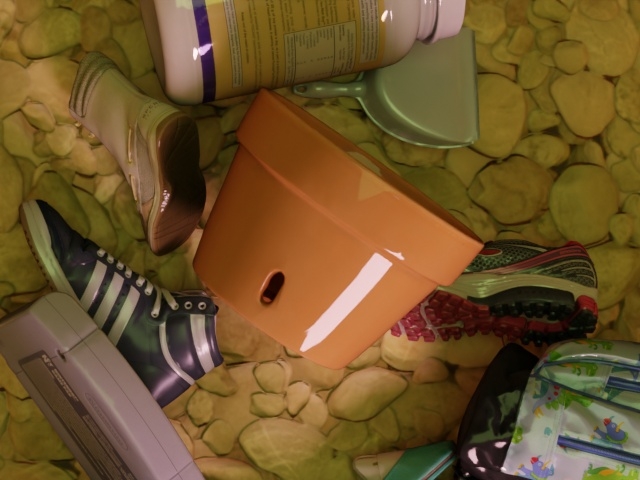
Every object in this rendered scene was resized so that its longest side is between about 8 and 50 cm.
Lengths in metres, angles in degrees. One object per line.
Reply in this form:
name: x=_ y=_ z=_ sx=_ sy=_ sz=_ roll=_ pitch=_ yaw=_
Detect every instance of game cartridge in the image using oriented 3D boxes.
game cartridge: x=-0.238 y=0.192 z=1.790 sx=0.062 sy=0.198 sz=0.297 roll=-39 pitch=98 yaw=-33

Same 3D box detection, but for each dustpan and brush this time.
dustpan and brush: x=0.075 y=-0.179 z=1.910 sx=0.211 sy=0.060 sz=0.147 roll=1 pitch=80 yaw=-16

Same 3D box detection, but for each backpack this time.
backpack: x=0.352 y=0.219 z=1.801 sx=0.355 sy=0.290 sz=0.273 roll=25 pitch=85 yaw=12

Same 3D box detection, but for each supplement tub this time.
supplement tub: x=-0.029 y=-0.292 z=1.791 sx=0.331 sy=0.241 sz=0.241 roll=-12 pitch=93 yaw=-9

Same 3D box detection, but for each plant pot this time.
plant pot: x=0.000 y=0.000 z=1.742 sx=0.291 sy=0.291 sz=0.203 roll=34 pitch=97 yaw=-8

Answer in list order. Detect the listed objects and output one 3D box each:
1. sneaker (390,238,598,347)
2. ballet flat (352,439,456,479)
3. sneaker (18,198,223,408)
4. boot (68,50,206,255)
sneaker: x=0.173 y=0.052 z=1.908 sx=0.299 sy=0.121 sz=0.112 roll=6 pitch=55 yaw=0
ballet flat: x=0.051 y=0.303 z=1.901 sx=0.087 sy=0.083 sz=0.247 roll=44 pitch=83 yaw=5
sneaker: x=-0.216 y=0.052 z=1.840 sx=0.153 sy=0.099 sz=0.282 roll=-30 pitch=100 yaw=-5
boot: x=-0.209 y=-0.097 z=1.840 sx=0.077 sy=0.213 sz=0.165 roll=-34 pitch=57 yaw=-30
